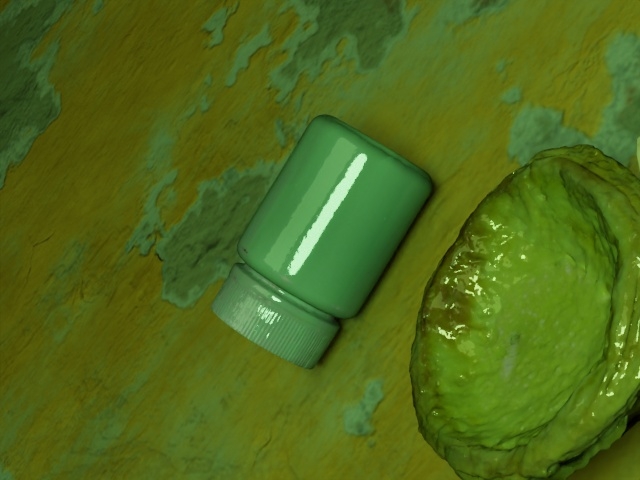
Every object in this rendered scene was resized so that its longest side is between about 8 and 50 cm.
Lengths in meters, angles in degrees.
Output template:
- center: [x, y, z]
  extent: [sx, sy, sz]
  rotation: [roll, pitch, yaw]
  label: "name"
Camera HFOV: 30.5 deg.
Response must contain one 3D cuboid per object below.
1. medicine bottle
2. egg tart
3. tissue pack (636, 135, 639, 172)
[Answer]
- center: [0.000, 0.000, 1.155]
  extent: [0.139, 0.139, 0.225]
  rotation: [34, 94, 49]
  label: "medicine bottle"
- center: [0.186, 0.066, 0.915]
  extent: [0.294, 0.123, 0.294]
  rotation: [-45, 32, 38]
  label: "egg tart"
- center: [0.392, -0.009, 0.723]
  extent: [0.305, 0.238, 0.239]
  rotation: [0, 69, 42]
  label: "tissue pack"
